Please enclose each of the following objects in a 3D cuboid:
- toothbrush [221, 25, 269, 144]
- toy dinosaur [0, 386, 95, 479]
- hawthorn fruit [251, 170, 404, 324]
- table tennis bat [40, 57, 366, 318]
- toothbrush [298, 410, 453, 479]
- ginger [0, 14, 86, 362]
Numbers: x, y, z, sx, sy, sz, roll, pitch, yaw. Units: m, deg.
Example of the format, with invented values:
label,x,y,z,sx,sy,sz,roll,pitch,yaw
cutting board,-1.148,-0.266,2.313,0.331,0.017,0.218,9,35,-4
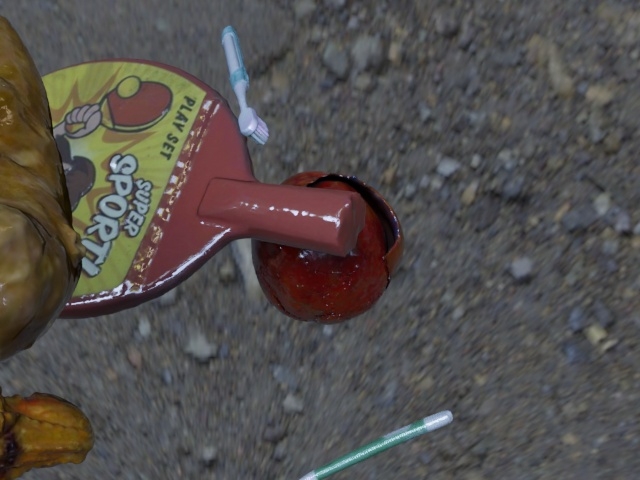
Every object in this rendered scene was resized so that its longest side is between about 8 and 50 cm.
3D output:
label,x,y,z,sx,sy,sz,roll,pitch,yaw
toothbrush,-0.042,-0.086,0.901,0.011,0.167,0.014,-43,113,12
toy dinosaur,-0.270,0.007,0.520,0.208,0.432,0.097,17,85,45
hawthorn fruit,0.000,0.000,1.555,0.148,0.172,0.148,-7,65,15
table tennis bat,-0.157,-0.042,1.470,0.415,0.051,0.268,10,63,25
toothbrush,0.014,0.225,1.647,0.257,0.018,0.024,-25,96,7
ginger,-0.246,-0.022,1.102,0.165,0.172,0.321,10,32,-21
